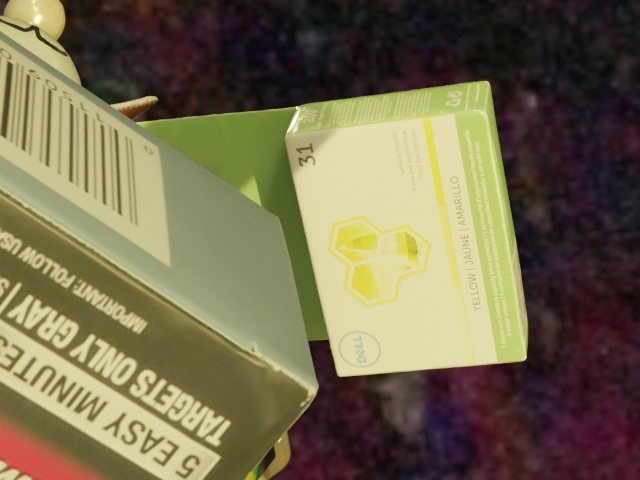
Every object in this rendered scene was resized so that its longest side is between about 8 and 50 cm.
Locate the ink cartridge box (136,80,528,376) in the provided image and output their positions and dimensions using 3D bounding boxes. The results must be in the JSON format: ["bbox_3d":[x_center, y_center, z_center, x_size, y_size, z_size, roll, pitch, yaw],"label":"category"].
[{"bbox_3d":[0.000,0.000,1.169,0.056,0.235,0.171,-75,-24,-61],"label":"ink cartridge box"}]

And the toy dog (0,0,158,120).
[{"bbox_3d":[-0.173,-0.058,0.952,0.333,0.220,0.161,-6,57,47],"label":"toy dog"}]

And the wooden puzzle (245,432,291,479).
[{"bbox_3d":[-0.096,0.164,1.712,0.044,0.238,0.221,2,113,27],"label":"wooden puzzle"}]

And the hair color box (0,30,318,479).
[{"bbox_3d":[-0.190,0.105,0.513,0.374,0.185,0.114,-50,20,15],"label":"hair color box"}]
